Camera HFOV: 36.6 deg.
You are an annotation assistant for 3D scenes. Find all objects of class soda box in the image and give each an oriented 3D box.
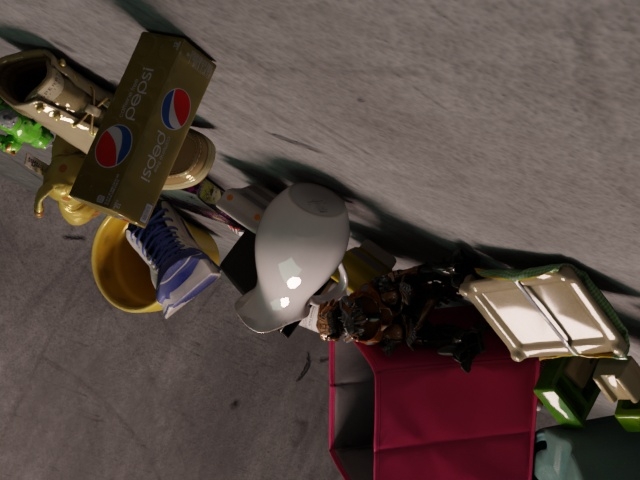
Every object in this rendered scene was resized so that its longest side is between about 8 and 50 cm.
[{"bbox_3d":[-0.173,-0.109,0.948,0.061,0.181,0.058,18,171,33],"label":"soda box"}]

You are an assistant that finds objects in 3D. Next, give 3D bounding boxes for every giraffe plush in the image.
[{"bbox_3d":[-0.336,-0.101,1.525,0.171,0.181,0.210,8,-175,15],"label":"giraffe plush"}]

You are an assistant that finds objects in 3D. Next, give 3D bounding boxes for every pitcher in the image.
[{"bbox_3d":[-0.016,0.022,1.367,0.178,0.207,0.125,-9,-136,-37],"label":"pitcher"}]

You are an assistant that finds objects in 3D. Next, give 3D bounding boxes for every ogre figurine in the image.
[{"bbox_3d":[-0.501,-0.203,1.556,0.118,0.097,0.197,38,161,19],"label":"ogre figurine"}]

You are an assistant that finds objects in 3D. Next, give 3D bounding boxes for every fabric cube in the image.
[{"bbox_3d":[0.168,0.263,1.528,0.258,0.259,0.254,-4,-165,-13],"label":"fabric cube"}]

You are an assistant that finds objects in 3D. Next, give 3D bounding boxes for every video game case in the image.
[{"bbox_3d":[-0.263,-0.094,1.762,0.232,0.041,0.210,19,171,26],"label":"video game case"}]

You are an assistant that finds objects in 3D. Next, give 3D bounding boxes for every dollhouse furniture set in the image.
[{"bbox_3d":[0.360,0.106,1.320,0.301,0.151,0.198,50,147,-19],"label":"dollhouse furniture set"}]

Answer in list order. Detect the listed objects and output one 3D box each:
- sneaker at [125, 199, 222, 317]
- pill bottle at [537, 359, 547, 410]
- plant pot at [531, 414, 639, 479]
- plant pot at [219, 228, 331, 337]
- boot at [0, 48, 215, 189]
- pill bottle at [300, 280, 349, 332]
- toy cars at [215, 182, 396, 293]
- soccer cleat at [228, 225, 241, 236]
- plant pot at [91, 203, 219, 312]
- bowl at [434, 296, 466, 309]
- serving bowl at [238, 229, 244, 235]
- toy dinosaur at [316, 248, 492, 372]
[{"bbox_3d":[-0.279,0.026,1.744,0.182,0.127,0.315,51,177,-4],"label":"sneaker"},{"bbox_3d":[0.357,0.204,1.636,0.086,0.152,0.086,22,172,3],"label":"pill bottle"},{"bbox_3d":[0.498,0.393,1.447,0.334,0.341,0.341,-2,176,-11],"label":"plant pot"},{"bbox_3d":[-0.076,0.052,1.779,0.167,0.187,0.188,36,173,8],"label":"plant pot"},{"bbox_3d":[-0.281,-0.158,1.250,0.262,0.095,0.203,23,172,31],"label":"boot"},{"bbox_3d":[-0.005,0.153,2.336,0.229,0.131,0.131,21,171,14],"label":"pill bottle"},{"bbox_3d":[0.000,0.000,1.530,0.394,0.087,0.176,32,-177,-30],"label":"toy cars"},{"bbox_3d":[-0.167,-0.025,2.007,0.036,0.029,0.083,27,174,44],"label":"soccer cleat"},{"bbox_3d":[-0.371,0.042,2.302,0.254,0.254,0.239,18,-173,28],"label":"plant pot"},{"bbox_3d":[0.207,0.192,1.921,0.312,0.163,0.311,23,171,4],"label":"bowl"},{"bbox_3d":[-0.124,-0.012,1.961,0.083,0.027,0.083,22,171,4],"label":"serving bowl"},{"bbox_3d":[0.136,0.086,1.427,0.218,0.322,0.164,-2,117,40],"label":"toy dinosaur"}]
